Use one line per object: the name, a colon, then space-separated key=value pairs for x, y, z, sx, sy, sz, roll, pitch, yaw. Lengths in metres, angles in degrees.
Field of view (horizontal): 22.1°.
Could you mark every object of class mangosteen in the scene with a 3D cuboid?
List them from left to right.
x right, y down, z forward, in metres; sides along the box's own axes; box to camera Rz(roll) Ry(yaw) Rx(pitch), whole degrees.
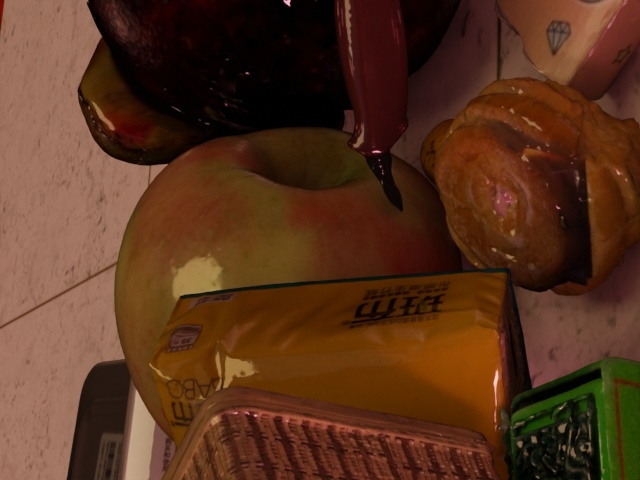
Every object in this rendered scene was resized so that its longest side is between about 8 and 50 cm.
mangosteen: x=-0.068 y=-0.264 z=1.582 sx=0.421 sy=0.381 sz=0.381 roll=-39 pitch=46 yaw=40

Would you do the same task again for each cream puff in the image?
cream puff: x=0.186 y=-0.049 z=1.308 sx=0.189 sy=0.129 sz=0.189 roll=32 pitch=138 yaw=33

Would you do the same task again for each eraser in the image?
eraser: x=0.258 y=-0.272 z=1.330 sx=0.290 sy=0.087 sz=0.171 roll=-59 pitch=35 yaw=29

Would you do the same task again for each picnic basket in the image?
picnic basket: x=-0.022 y=0.268 z=1.079 sx=0.313 sy=0.228 sz=0.175 roll=-63 pitch=30 yaw=29

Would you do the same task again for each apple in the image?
apple: x=-0.029 y=0.059 z=1.463 sx=0.319 sy=0.319 sz=0.277 roll=-135 pitch=44 yaw=-57

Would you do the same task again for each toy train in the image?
toy train: x=0.224 y=0.200 z=1.087 sx=0.132 sy=0.188 sz=0.243 roll=-33 pitch=51 yaw=51

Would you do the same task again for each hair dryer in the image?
hair dryer: x=0.085 y=-0.196 z=1.334 sx=0.123 sy=0.312 sz=0.340 roll=-85 pitch=-13 yaw=-84

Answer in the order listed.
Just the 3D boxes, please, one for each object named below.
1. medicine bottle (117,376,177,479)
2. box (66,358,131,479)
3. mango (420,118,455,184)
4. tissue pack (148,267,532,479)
medicine bottle: x=-0.101 y=0.144 z=1.654 sx=0.124 sy=0.179 sz=0.324 roll=152 pitch=126 yaw=-78
box: x=-0.202 y=0.314 z=1.867 sx=0.373 sy=0.090 sz=0.367 roll=-13 pitch=67 yaw=58
mango: x=0.129 y=-0.081 z=1.487 sx=0.079 sy=0.057 sz=0.114 roll=-23 pitch=25 yaw=2
tissue pack: x=0.025 y=0.133 z=1.228 sx=0.134 sy=0.270 sz=0.192 roll=-65 pitch=-35 yaw=-60
